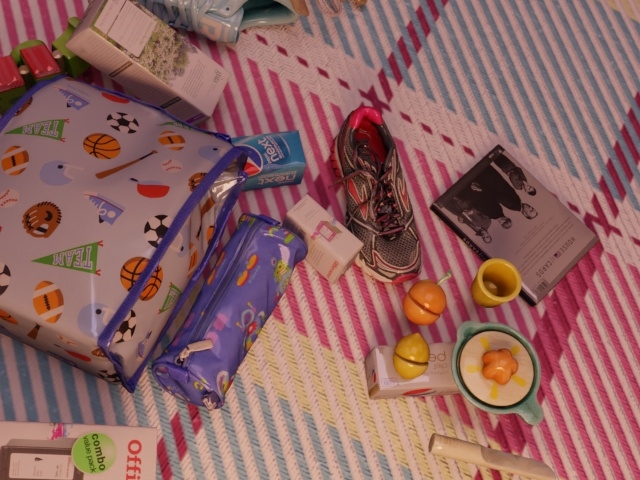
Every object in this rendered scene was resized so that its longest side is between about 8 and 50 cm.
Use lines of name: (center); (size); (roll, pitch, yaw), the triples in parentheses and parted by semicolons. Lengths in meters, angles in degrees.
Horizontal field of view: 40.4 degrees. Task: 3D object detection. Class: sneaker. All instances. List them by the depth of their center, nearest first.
sneaker: (0.087, -0.072, 1.400); (0.121, 0.112, 0.299); (-13, 71, -15)
sneaker: (-0.200, -0.405, 1.474); (0.366, 0.135, 0.150); (-15, 66, -15)

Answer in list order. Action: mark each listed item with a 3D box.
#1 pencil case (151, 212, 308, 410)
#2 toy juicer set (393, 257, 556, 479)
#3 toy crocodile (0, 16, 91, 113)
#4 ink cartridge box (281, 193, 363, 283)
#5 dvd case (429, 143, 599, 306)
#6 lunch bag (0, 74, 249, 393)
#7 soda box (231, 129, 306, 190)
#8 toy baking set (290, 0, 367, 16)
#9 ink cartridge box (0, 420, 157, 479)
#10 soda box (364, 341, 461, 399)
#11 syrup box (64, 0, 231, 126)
pencil case: (-0.132, 0.100, 1.279); (0.119, 0.133, 0.306); (22, 64, 15)
toy juicer set: (0.215, 0.189, 1.244); (0.209, 0.089, 0.329); (-4, 69, -13)
toy crocodile: (-0.505, -0.242, 1.368); (0.340, 0.105, 0.115); (-29, 75, -19)
ink cartridge box: (0.000, 0.000, 1.366); (0.122, 0.088, 0.052); (43, 64, 8)
dvd case: (0.329, -0.029, 1.470); (0.179, 0.029, 0.239); (-40, 80, -22)
lunch bag: (-0.320, -0.032, 1.231); (0.327, 0.239, 0.385); (22, 65, 7)
soda box: (-0.134, -0.122, 1.403); (0.210, 0.071, 0.067); (-9, 69, -14)
toy baking set: (-0.003, -0.489, 1.542); (0.197, 0.030, 0.256); (51, 42, -1)
ink cartridge box: (-0.339, 0.340, 1.028); (0.270, 0.197, 0.198); (5, 55, -15)
soda box: (0.180, 0.197, 1.325); (0.216, 0.074, 0.069); (-1, 68, -11)
syrup box: (-0.269, -0.285, 1.381); (0.237, 0.096, 0.093); (35, 62, -29)
